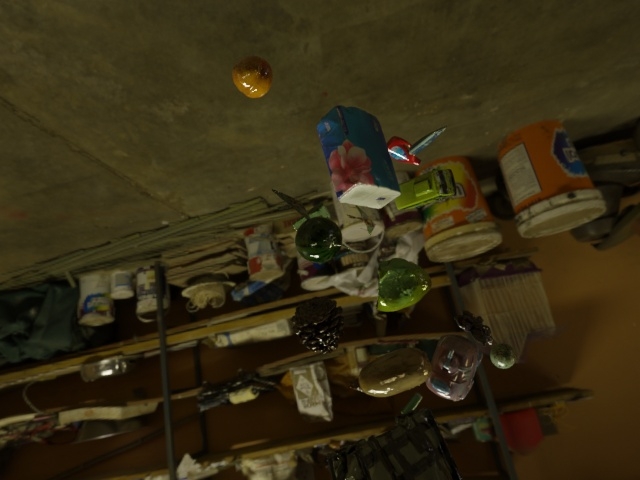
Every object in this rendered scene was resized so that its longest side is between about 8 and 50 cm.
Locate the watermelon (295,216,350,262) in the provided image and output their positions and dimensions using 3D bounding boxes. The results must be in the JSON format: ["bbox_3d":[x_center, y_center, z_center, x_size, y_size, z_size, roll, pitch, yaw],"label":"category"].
[{"bbox_3d":[0.000,0.000,1.634,0.187,0.188,0.214,6,-172,-43],"label":"watermelon"}]

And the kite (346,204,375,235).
[{"bbox_3d":[0.181,-0.101,1.890,0.006,0.198,0.244,-39,-152,-14],"label":"kite"}]

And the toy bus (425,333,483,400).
[{"bbox_3d":[0.572,0.567,1.809,0.197,0.295,0.231,23,-168,30],"label":"toy bus"}]

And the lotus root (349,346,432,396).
[{"bbox_3d":[0.263,0.515,1.567,0.342,0.152,0.169,-30,155,18],"label":"lotus root"}]

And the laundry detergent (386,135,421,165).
[{"bbox_3d":[0.348,-0.363,1.692,0.165,0.049,0.097,25,139,-17],"label":"laundry detergent"}]

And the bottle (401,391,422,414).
[{"bbox_3d":[0.296,0.532,1.327,0.083,0.030,0.030,-44,173,-21],"label":"bottle"}]

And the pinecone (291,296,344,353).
[{"bbox_3d":[-0.012,0.378,1.827,0.243,0.258,0.243,6,-160,-2],"label":"pinecone"}]

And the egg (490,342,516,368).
[{"bbox_3d":[0.650,0.413,1.461,0.085,0.085,0.110,-14,141,10],"label":"egg"}]

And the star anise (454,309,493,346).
[{"bbox_3d":[0.766,0.424,2.019,0.196,0.212,0.073,-20,145,-56],"label":"star anise"}]

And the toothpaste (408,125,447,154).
[{"bbox_3d":[0.352,-0.333,1.382,0.057,0.035,0.197,-27,178,-21],"label":"toothpaste"}]

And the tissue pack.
[{"bbox_3d":[0.119,-0.246,1.216,0.209,0.270,0.137,7,151,-43],"label":"tissue pack"}]

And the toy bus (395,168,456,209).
[{"bbox_3d":[0.469,-0.229,1.869,0.149,0.128,0.262,-7,173,-38],"label":"toy bus"}]

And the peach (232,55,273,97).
[{"bbox_3d":[-0.232,-0.571,1.421,0.137,0.138,0.138,-10,162,-3],"label":"peach"}]

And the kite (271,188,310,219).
[{"bbox_3d":[-0.121,-0.145,1.705,0.012,0.229,0.250,-53,174,22],"label":"kite"}]

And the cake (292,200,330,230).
[{"bbox_3d":[-0.051,-0.123,2.450,0.235,0.100,0.099,-38,-159,-5],"label":"cake"}]

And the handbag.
[{"bbox_3d":[0.186,0.561,0.859,0.162,0.328,0.325,-33,157,36],"label":"handbag"}]

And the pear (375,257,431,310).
[{"bbox_3d":[0.426,0.240,2.101,0.281,0.287,0.176,3,-167,4],"label":"pear"}]
